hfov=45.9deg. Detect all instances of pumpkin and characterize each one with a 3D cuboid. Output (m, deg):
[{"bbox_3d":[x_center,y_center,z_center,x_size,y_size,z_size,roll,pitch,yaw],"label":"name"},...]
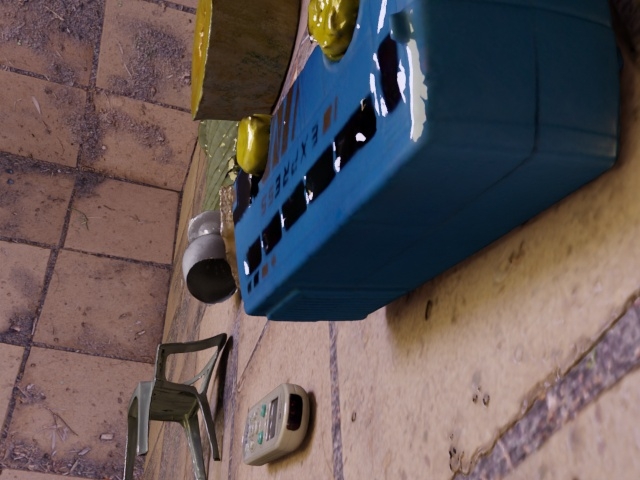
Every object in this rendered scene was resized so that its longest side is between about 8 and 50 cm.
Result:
[{"bbox_3d":[-0.159,-0.406,1.570,0.332,0.199,0.332,-176,90,-78],"label":"pumpkin"}]

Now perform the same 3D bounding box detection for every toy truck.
[{"bbox_3d":[0.046,-0.057,0.548,0.385,0.161,0.162,136,132,-61],"label":"toy truck"}]

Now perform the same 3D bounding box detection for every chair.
[{"bbox_3d":[-0.268,0.314,1.443,0.203,0.190,0.274,121,148,-49],"label":"chair"}]

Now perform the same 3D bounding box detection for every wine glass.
[{"bbox_3d":[-0.221,0.032,1.550,0.241,0.126,0.126,-106,31,-64],"label":"wine glass"}]

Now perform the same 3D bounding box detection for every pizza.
[{"bbox_3d":[-0.115,-0.008,1.298,0.188,0.080,0.204,0,-88,-82],"label":"pizza"}]

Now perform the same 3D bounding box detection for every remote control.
[{"bbox_3d":[-0.058,0.233,0.939,0.221,0.042,0.078,131,148,-60],"label":"remote control"}]

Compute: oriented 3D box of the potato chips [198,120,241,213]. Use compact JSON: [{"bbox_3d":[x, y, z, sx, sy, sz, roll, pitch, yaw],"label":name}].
[{"bbox_3d":[-0.258,-0.183,1.919,0.389,0.097,0.373,139,134,-65],"label":"potato chips"}]
